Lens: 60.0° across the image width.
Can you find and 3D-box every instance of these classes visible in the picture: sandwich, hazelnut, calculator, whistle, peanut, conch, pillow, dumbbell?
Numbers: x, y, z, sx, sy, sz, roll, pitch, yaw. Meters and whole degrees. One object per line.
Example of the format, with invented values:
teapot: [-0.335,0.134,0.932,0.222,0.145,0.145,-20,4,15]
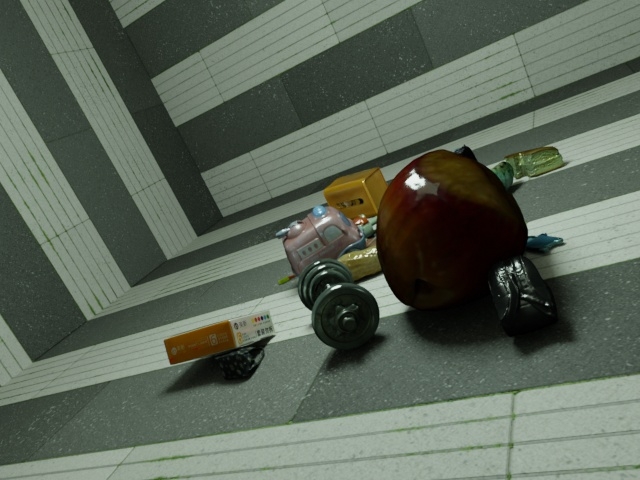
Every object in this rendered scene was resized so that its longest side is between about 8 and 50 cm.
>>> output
sandwich: [0.770,-0.288,2.060,0.088,0.090,0.244,-30,15,-27]
hazelnut: [0.309,-0.035,1.392,0.402,0.402,0.429,-20,22,23]
calculator: [0.582,0.007,1.492,0.094,0.019,0.141,-29,13,-12]
whistle: [0.156,-0.044,2.234,0.253,0.106,0.102,-29,31,-12]
peanut: [0.144,0.072,1.849,0.226,0.095,0.108,-21,19,16]
conch: [0.601,-0.208,2.014,0.188,0.122,0.176,-14,-2,33]
pillow: [0.186,0.018,2.075,0.232,0.043,0.126,-12,20,39]
dumbbell: [0.040,0.166,1.536,0.179,0.179,0.406,-27,15,-3]

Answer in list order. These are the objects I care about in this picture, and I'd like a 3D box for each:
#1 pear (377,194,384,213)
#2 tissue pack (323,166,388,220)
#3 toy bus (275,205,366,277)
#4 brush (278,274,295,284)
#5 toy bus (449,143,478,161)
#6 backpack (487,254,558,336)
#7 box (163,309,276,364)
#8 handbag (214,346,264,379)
pear: [0.297,-0.115,2.148,0.167,0.136,0.167,-49,18,23]
tissue pack: [0.174,-0.205,2.571,0.274,0.194,0.145,-11,21,47]
toy bus: [0.000,0.000,1.984,0.294,0.232,0.197,-33,26,3]
brush: [-0.127,0.150,2.191,0.083,0.019,0.021,-25,5,9]
toy bus: [0.484,-0.213,2.160,0.162,0.171,0.386,-20,16,41]
backpack: [0.419,0.115,1.157,0.120,0.106,0.165,-17,45,20]
box: [-0.310,0.297,1.715,0.274,0.091,0.221,-19,-7,29]
handbag: [-0.215,0.341,1.606,0.115,0.072,0.139,-21,-1,38]
